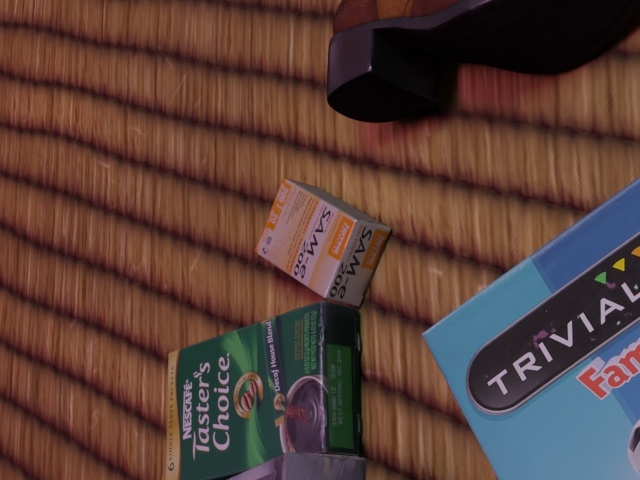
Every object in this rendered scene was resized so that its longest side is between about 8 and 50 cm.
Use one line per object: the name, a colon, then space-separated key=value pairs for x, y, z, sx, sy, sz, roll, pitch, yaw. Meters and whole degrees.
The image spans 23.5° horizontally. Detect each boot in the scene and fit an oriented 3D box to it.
boot: x=0.115 y=-0.239 z=1.045 sx=0.264 sy=0.096 sz=0.280 roll=-23 pitch=53 yaw=53

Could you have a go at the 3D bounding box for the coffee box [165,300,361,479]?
coffee box: x=-0.045 y=0.119 z=1.125 sx=0.184 sy=0.040 sz=0.113 roll=-19 pitch=64 yaw=46

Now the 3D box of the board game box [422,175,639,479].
board game box: x=0.225 y=0.106 z=0.713 sx=0.254 sy=0.079 sz=0.336 roll=-37 pitch=49 yaw=12

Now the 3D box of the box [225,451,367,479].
box: x=-0.037 y=0.245 z=1.001 sx=0.231 sy=0.056 sz=0.183 roll=141 pitch=134 yaw=-64

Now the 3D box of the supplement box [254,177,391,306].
supplement box: x=0.000 y=0.000 z=1.114 sx=0.098 sy=0.036 sz=0.062 roll=31 pitch=102 yaw=50
